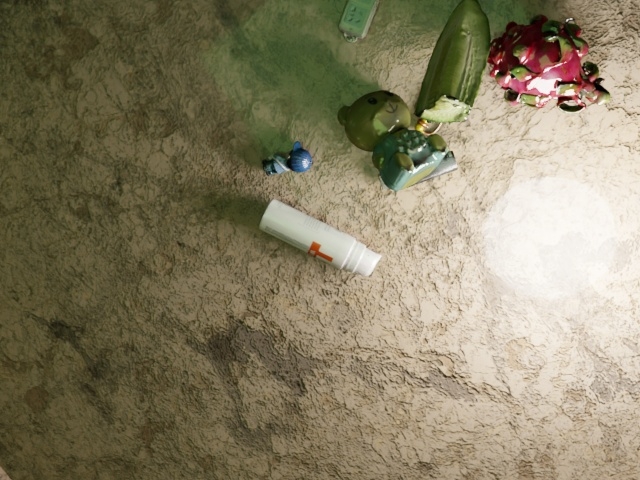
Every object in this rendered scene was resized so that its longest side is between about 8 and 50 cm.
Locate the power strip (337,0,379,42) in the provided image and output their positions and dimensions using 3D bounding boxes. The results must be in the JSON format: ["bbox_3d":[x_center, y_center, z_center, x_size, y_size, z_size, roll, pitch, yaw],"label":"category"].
[{"bbox_3d":[0.119,-0.639,1.300,0.078,0.052,0.272,23,106,4],"label":"power strip"}]

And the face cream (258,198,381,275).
[{"bbox_3d":[0.000,0.000,1.448,0.346,0.102,0.101,27,106,2],"label":"face cream"}]

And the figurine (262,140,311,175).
[{"bbox_3d":[-0.092,-0.213,1.422,0.136,0.079,0.077,-23,141,8],"label":"figurine"}]

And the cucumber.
[{"bbox_3d":[0.333,-0.430,1.251,0.105,0.145,0.325,22,71,-17],"label":"cucumber"}]

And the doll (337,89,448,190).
[{"bbox_3d":[0.176,-0.263,1.308,0.177,0.161,0.260,-30,76,-19],"label":"doll"}]

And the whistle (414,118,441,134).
[{"bbox_3d":[0.293,-0.328,1.367,0.109,0.057,0.046,-59,46,24],"label":"whistle"}]

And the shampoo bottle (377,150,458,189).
[{"bbox_3d":[0.260,-0.185,1.388,0.208,0.057,0.063,-18,101,11],"label":"shampoo bottle"}]

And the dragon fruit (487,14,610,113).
[{"bbox_3d":[0.539,-0.411,1.240,0.273,0.198,0.218,38,96,-27],"label":"dragon fruit"}]
